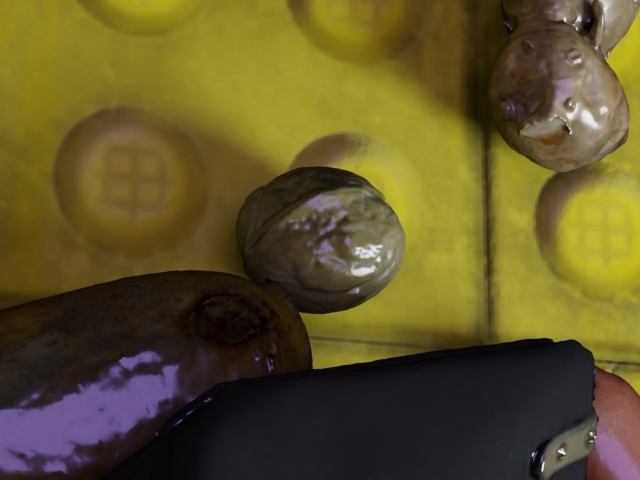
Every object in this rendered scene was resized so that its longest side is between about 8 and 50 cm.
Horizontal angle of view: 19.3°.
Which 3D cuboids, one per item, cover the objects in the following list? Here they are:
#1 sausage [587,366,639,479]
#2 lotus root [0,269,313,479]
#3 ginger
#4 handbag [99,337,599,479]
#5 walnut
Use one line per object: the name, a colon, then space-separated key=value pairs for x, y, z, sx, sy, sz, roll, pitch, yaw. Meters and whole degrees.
sausage: x=0.179 y=0.155 z=1.024 sx=0.077 sy=0.077 sz=0.194 roll=-32 pitch=86 yaw=-24
lotus root: x=-0.113 y=0.086 z=0.916 sx=0.241 sy=0.124 sz=0.123 roll=-15 pitch=87 yaw=-20
ginger: x=0.148 y=-0.138 z=1.097 sx=0.104 sy=0.080 sz=0.204 roll=28 pitch=64 yaw=-45
handbag: x=0.046 y=0.207 z=0.905 sx=0.288 sy=0.152 sz=0.342 roll=-21 pitch=105 yaw=-34
walnut: x=0.000 y=0.000 z=1.005 sx=0.092 sy=0.092 sz=0.092 roll=5 pitch=73 yaw=-17
